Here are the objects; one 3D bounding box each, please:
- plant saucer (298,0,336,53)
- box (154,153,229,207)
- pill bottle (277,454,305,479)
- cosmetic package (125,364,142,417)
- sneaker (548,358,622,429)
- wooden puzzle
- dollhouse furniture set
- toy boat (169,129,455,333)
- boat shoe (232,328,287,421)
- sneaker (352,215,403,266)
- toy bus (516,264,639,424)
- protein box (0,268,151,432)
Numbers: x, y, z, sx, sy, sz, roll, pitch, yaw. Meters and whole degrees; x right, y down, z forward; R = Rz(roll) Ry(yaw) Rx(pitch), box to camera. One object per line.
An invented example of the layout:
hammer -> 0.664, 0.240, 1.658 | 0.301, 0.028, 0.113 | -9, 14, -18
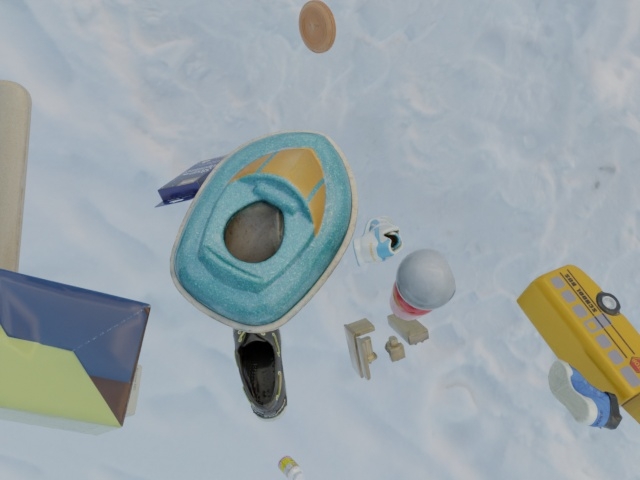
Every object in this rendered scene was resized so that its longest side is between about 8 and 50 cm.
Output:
plant saucer -> -0.008, -0.345, 1.045 | 0.083, 0.013, 0.083 | 28, 131, 38
box -> -0.305, -0.153, 1.599 | 0.137, 0.225, 0.036 | -8, 116, 33
pill bottle -> -0.074, 0.598, 1.679 | 0.083, 0.043, 0.043 | 26, 128, 53
cosmetic package -> -0.634, 0.368, 1.712 | 0.129, 0.153, 0.296 | -20, 144, 28
sneaker -> 0.455, 0.266, 1.104 | 0.085, 0.152, 0.058 | 18, 109, -13
wooden puzzle -> -0.602, -0.084, 0.982 | 0.348, 0.080, 0.322 | 6, 91, 25
dollhouse furniture set -> 0.160, 0.256, 1.517 | 0.151, 0.144, 0.123 | -17, 113, -15
toy boat -> 0.000, 0.000, 0.750 | 0.318, 0.267, 0.148 | 25, 162, 5
boat shoe -> -0.102, 0.180, 1.067 | 0.081, 0.227, 0.068 | -16, 151, -3
sneaker -> 0.147, -0.001, 1.489 | 0.092, 0.228, 0.087 | -11, 106, 21
toy bus -> 0.527, 0.206, 1.210 | 0.332, 0.130, 0.108 | 59, 151, 26
protein box -> -0.322, 0.133, 0.732 | 0.200, 0.135, 0.201 | 17, 156, -20
